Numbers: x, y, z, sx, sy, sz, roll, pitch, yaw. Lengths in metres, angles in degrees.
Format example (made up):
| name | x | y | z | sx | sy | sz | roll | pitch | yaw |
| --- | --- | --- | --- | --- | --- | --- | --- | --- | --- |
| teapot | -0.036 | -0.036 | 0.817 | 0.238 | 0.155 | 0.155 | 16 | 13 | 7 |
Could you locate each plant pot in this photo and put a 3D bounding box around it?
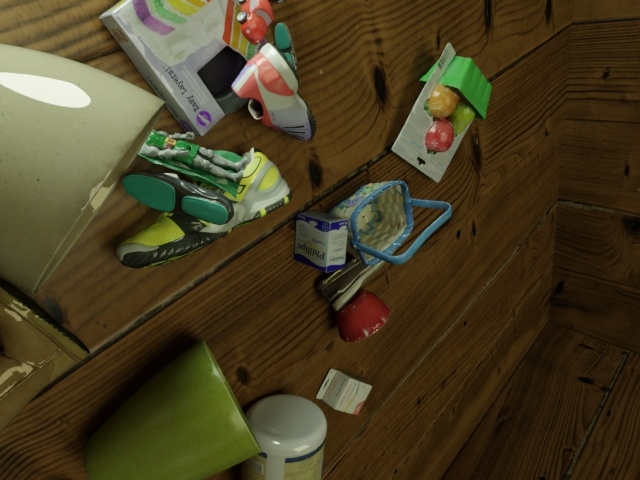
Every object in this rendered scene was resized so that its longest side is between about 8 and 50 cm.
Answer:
| name | x | y | z | sx | sy | sz | roll | pitch | yaw |
| --- | --- | --- | --- | --- | --- | --- | --- | --- | --- |
| plant pot | -0.318 | 0.401 | 0.920 | 0.294 | 0.275 | 0.274 | -28 | 125 | -18 |

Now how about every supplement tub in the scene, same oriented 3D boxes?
| name | x | y | z | sx | sy | sz | roll | pitch | yaw |
| --- | --- | --- | --- | --- | --- | --- | --- | --- | --- |
| supplement tub | -0.107 | 0.621 | 1.219 | 0.228 | 0.228 | 0.316 | -10 | 112 | -44 |

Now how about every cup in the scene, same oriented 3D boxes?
| name | x | y | z | sx | sy | sz | roll | pitch | yaw |
| --- | --- | --- | --- | --- | --- | --- | --- | --- | --- |
| cup | -0.407 | -0.126 | 0.600 | 0.237 | 0.331 | 0.331 | 34 | 79 | -22 |

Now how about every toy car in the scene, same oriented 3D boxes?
| name | x | y | z | sx | sy | sz | roll | pitch | yaw |
| --- | --- | --- | --- | --- | --- | --- | --- | --- | --- |
| toy car | -0.129 | -0.525 | 0.823 | 0.225 | 0.053 | 0.239 | 58 | 37 | -41 |

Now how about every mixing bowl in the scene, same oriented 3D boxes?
| name | x | y | z | sx | sy | sz | roll | pitch | yaw |
| --- | --- | --- | --- | --- | --- | --- | --- | --- | --- |
| mixing bowl | 0.113 | 0.215 | 1.355 | 0.181 | 0.181 | 0.098 | -41 | 108 | -28 |

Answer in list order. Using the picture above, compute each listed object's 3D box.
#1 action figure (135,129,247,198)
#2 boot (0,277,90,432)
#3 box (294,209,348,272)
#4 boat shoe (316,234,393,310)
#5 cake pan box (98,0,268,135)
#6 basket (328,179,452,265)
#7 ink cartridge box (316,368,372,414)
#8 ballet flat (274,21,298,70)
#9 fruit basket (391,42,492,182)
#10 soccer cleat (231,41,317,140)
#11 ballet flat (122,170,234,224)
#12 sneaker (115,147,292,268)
| name | x | y | z | sx | sy | sz | roll | pitch | yaw |
| --- | --- | --- | --- | --- | --- | --- | --- | --- | --- |
| action figure | -0.258 | -0.164 | 0.827 | 0.232 | 0.137 | 0.063 | 16 | 127 | -16 |
| boot | -0.554 | 0.224 | 0.711 | 0.269 | 0.089 | 0.236 | -45 | 132 | -23 |
| box | 0.000 | 0.000 | 1.167 | 0.072 | 0.126 | 0.137 | -14 | 114 | -44 |
| boat shoe | 0.125 | 0.073 | 1.337 | 0.324 | 0.097 | 0.116 | -42 | 167 | -24 |
| cake pan box | -0.229 | -0.371 | 0.835 | 0.245 | 0.070 | 0.267 | -49 | 134 | -19 |
| basket | 0.179 | -0.045 | 1.213 | 0.255 | 0.289 | 0.201 | -39 | 130 | -31 |
| ink cartridge box | 0.082 | 0.516 | 1.492 | 0.198 | 0.067 | 0.115 | 36 | 79 | -46 |
| ballet flat | -0.076 | -0.434 | 0.995 | 0.041 | 0.041 | 0.114 | -35 | 127 | -32 |
| fruit basket | 0.388 | -0.399 | 1.429 | 0.327 | 0.165 | 0.353 | 18 | 108 | -47 |
| soccer cleat | -0.092 | -0.285 | 0.938 | 0.116 | 0.108 | 0.318 | -39 | 166 | 1 |
| ballet flat | -0.254 | -0.082 | 0.807 | 0.203 | 0.074 | 0.074 | 18 | 92 | -4 |
| sneaker | -0.245 | -0.066 | 0.911 | 0.385 | 0.145 | 0.147 | -32 | 98 | -33 |
